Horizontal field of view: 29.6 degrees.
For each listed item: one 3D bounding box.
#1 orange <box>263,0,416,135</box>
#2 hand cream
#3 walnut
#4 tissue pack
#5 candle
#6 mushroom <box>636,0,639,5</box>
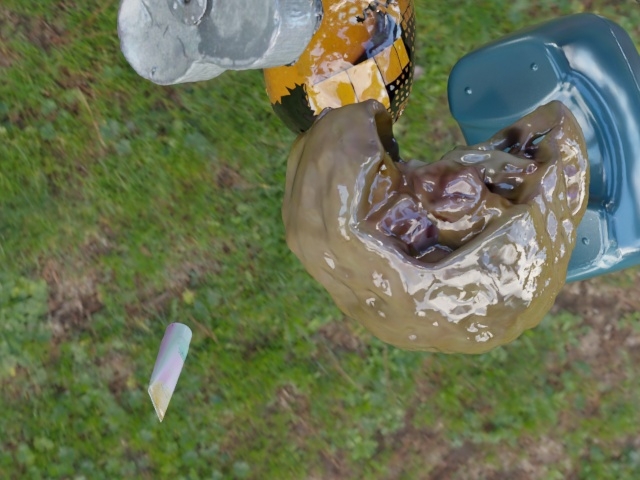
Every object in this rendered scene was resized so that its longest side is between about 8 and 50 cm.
[{"bbox_3d":[0.023,-0.223,1.399,0.182,0.234,0.234,8,106,-18],"label":"orange"},{"bbox_3d":[-0.258,0.215,2.038,0.047,0.174,0.076,-4,129,15],"label":"hand cream"},{"bbox_3d":[0.096,0.006,0.876,0.238,0.141,0.204,-3,123,-16],"label":"walnut"},{"bbox_3d":[0.282,-0.103,1.352,0.206,0.198,0.287,-20,92,-44],"label":"tissue pack"},{"bbox_3d":[-0.098,-0.223,1.059,0.068,0.192,0.168,-23,103,-53],"label":"candle"},{"bbox_3d":[0.315,-0.204,0.960,0.128,0.350,0.128,0,126,0],"label":"mushroom"}]
